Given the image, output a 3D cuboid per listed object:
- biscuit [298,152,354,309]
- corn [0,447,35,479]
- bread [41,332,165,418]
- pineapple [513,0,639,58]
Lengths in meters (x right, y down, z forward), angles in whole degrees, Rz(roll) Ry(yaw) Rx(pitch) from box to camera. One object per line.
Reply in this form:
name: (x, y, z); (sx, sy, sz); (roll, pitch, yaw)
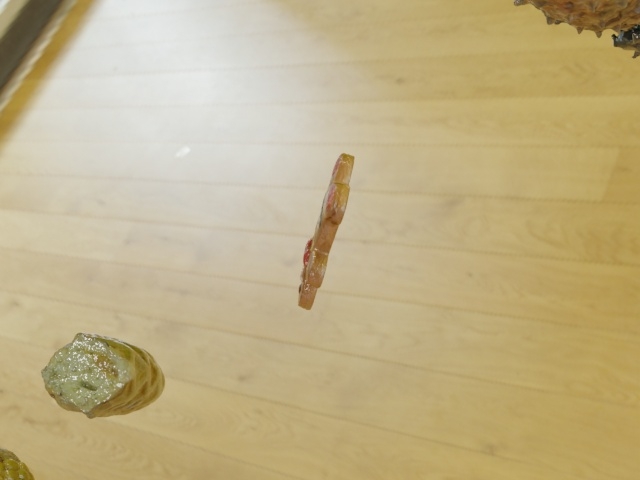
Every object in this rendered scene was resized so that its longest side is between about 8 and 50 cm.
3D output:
biscuit: (-0.001, 0.000, 1.488); (0.036, 0.250, 0.165); (16, 36, -3)
corn: (-0.329, 0.354, 0.969); (0.119, 0.119, 0.322); (-21, 54, 21)
bread: (-0.343, 0.224, 1.625); (0.152, 0.268, 0.130); (8, 82, 8)
pineapple: (0.184, -0.161, 0.609); (0.108, 0.197, 0.108); (-11, 70, 33)
